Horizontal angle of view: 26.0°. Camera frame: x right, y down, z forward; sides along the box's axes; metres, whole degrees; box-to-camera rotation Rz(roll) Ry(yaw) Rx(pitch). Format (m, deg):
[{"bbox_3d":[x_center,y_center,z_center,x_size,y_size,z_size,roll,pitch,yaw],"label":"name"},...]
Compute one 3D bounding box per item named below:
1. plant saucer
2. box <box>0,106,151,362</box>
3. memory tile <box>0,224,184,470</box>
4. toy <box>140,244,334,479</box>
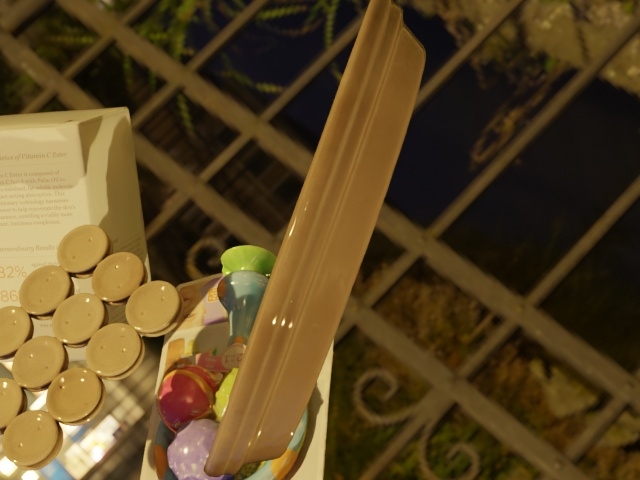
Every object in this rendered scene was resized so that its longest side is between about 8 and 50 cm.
[{"bbox_3d":[0.000,0.000,0.755,0.041,0.278,0.278,19,167,-2],"label":"plant saucer"},{"bbox_3d":[-0.203,-0.005,1.009,0.091,0.130,0.170,-38,-55,-70],"label":"box"},{"bbox_3d":[-0.164,0.065,0.880,0.113,0.148,0.012,34,164,33],"label":"memory tile"},{"bbox_3d":[-0.064,0.101,0.910,0.137,0.237,0.056,-13,136,24],"label":"toy"}]
